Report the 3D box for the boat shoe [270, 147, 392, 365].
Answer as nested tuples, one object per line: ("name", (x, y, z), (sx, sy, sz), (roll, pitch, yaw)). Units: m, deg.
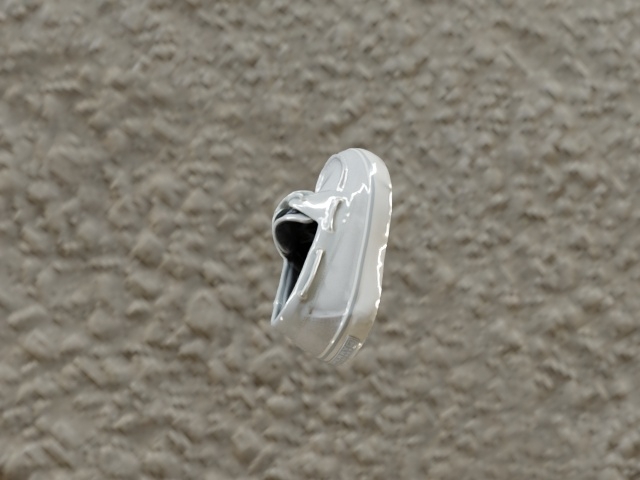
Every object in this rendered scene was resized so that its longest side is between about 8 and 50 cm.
("boat shoe", (0.000, 0.000, 1.008), (0.063, 0.066, 0.184), (26, 44, -16))
